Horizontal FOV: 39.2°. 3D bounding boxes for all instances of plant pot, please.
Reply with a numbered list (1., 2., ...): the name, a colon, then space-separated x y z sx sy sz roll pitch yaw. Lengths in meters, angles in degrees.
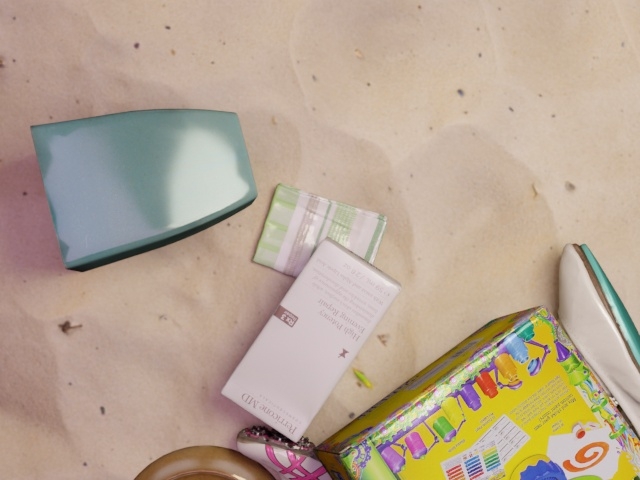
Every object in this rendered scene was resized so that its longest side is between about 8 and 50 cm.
1. plant pot: -0.149 0.381 1.142 0.236 0.032 0.236 0 88 -1
2. plant pot: -0.203 -0.070 1.092 0.234 0.165 0.165 -13 89 -9

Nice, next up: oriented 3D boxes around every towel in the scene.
1. towel: 0.000 0.000 1.156 0.152 0.023 0.113 18 88 0

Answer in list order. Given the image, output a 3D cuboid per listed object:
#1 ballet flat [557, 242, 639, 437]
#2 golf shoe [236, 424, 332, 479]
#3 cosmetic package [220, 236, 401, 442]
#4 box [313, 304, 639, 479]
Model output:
1. ballet flat: 0.374 0.197 1.110 0.139 0.139 0.400 -33 90 -1
2. golf shoe: -0.023 0.291 1.127 0.186 0.067 0.086 20 90 0
3. cosmetic package: -0.010 0.120 1.111 0.117 0.085 0.231 33 94 2
4. box: 0.197 0.275 1.038 0.290 0.177 0.279 -32 86 -15
